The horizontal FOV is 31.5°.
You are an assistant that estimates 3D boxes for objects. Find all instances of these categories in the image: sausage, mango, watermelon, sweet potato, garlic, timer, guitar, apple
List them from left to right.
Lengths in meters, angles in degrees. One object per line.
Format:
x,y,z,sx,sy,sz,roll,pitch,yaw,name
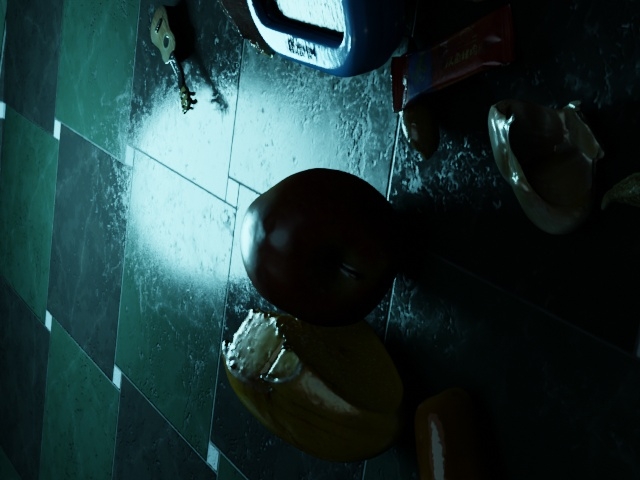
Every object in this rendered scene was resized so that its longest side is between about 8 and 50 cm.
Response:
-0.272,-0.342,2.172,0.084,0.038,0.271,-60,40,42,guitar
-0.075,-0.410,1.805,0.146,0.128,0.231,-37,76,23,watermelon
-0.006,-0.395,1.577,0.340,0.115,0.309,30,134,54,timer
0.000,0.000,1.567,0.230,0.230,0.229,3,94,59,apple
0.006,0.199,1.614,0.350,0.201,0.199,29,158,46,mango
0.126,-0.194,1.511,0.056,0.056,0.194,-37,54,53,sweet potato
0.170,0.304,1.414,0.098,0.098,0.238,-35,60,54,sausage
0.246,-0.087,1.273,0.124,0.099,0.174,114,143,-59,garlic

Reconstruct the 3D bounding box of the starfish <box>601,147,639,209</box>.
0.348,-0.044,1.138,0.223,0.050,0.216,169,97,-69,starfish

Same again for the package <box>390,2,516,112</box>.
0.163,-0.227,1.432,0.200,0.022,0.083,-18,62,44,package
